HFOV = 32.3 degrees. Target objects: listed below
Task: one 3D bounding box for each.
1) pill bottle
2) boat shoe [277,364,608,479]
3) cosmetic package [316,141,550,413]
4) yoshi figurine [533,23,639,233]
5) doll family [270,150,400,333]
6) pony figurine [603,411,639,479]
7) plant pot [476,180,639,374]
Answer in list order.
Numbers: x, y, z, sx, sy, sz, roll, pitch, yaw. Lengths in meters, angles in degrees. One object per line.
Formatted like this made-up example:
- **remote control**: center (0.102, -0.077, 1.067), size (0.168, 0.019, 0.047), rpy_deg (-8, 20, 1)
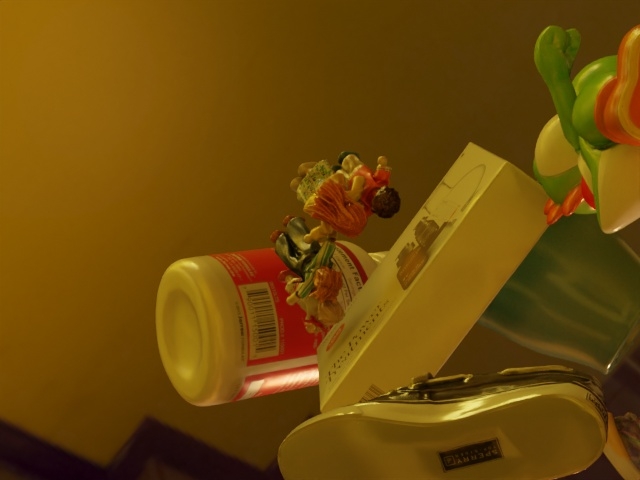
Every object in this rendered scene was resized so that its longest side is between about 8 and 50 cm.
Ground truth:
- **pill bottle**: center (-0.037, 0.121, 1.767), size (0.407, 0.229, 0.229), rpy_deg (-6, 37, -31)
- **boat shoe**: center (0.113, 0.174, 1.033), size (0.105, 0.306, 0.113), rpy_deg (-53, 123, -68)
- **cosmetic package**: center (0.139, 0.057, 1.440), size (0.097, 0.377, 0.284), rpy_deg (36, 7, -5)
- **yoshi figurine**: center (0.308, -0.130, 1.079), size (0.362, 0.203, 0.204), rpy_deg (144, -76, -82)
- **doll family**: center (0.000, 0.000, 1.440), size (0.118, 0.263, 0.163), rpy_deg (14, 20, -34)
- **pony figurine**: center (0.523, 0.385, 1.555), size (0.302, 0.351, 0.363), rpy_deg (-1, 54, -32)
- **plant pot**: center (0.407, 0.077, 1.801), size (0.255, 0.272, 0.271), rpy_deg (33, 6, 20)
